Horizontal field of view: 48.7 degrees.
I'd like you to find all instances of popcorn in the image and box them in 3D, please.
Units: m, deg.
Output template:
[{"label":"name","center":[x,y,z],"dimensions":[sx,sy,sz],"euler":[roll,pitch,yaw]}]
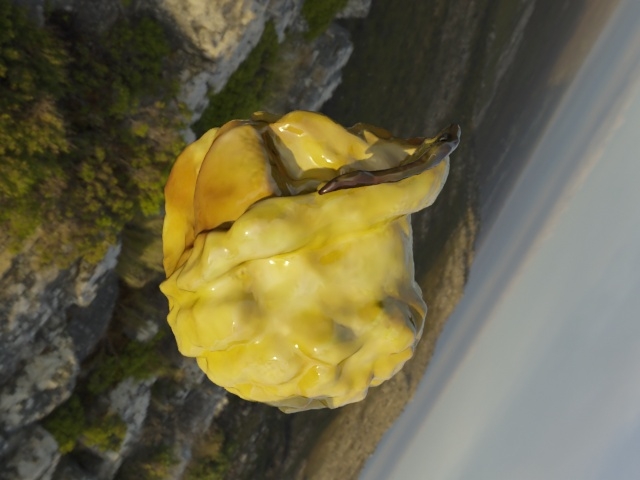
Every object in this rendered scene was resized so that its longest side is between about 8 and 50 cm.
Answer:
[{"label":"popcorn","center":[0.000,0.000,0.785],"dimensions":[0.382,0.349,0.349],"euler":[-40,178,31]}]
